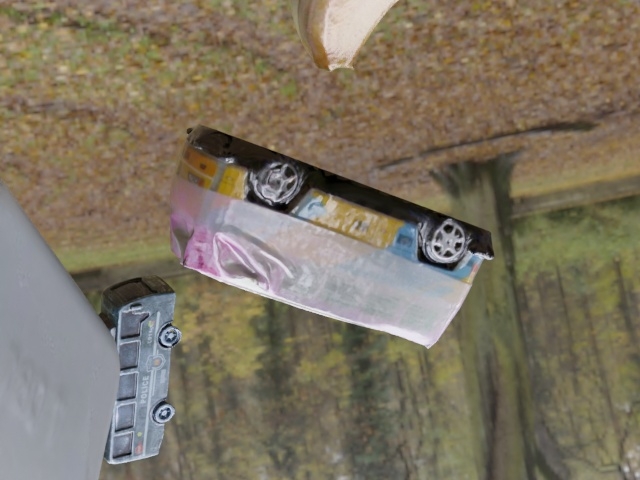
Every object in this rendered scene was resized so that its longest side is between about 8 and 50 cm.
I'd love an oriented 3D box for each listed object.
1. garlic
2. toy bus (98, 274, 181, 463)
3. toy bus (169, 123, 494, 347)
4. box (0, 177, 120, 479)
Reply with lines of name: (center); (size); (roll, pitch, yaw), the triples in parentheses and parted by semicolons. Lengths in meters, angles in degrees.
garlic: (0.043, -0.277, 0.993); (0.207, 0.128, 0.115); (-33, 165, 27)
toy bus: (-0.164, 0.114, 0.845); (0.065, 0.165, 0.047); (-7, -155, -36)
toy bus: (0.000, 0.000, 1.131); (0.386, 0.162, 0.171); (19, -175, -26)
box: (-0.190, 0.079, 0.493); (0.106, 0.264, 0.336); (2, 151, 7)
